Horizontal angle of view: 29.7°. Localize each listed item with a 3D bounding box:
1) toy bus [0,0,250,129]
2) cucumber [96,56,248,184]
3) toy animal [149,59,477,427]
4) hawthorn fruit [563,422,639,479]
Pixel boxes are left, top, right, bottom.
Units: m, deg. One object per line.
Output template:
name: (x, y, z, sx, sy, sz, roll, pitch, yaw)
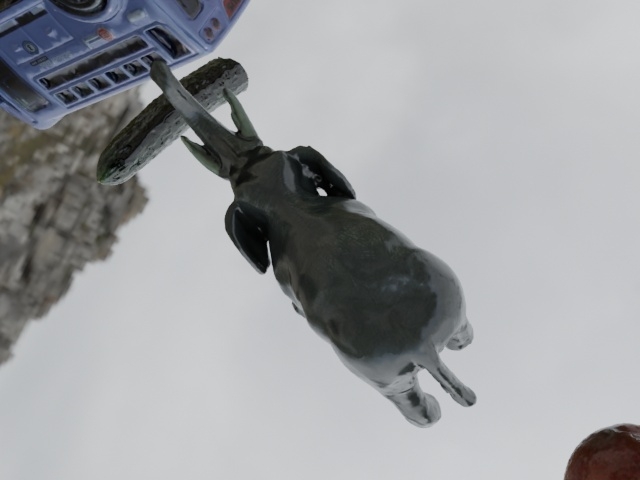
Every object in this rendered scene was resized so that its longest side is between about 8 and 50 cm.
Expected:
toy bus: (-0.185, -0.170, 0.899, 0.292, 0.133, 0.125, -13, -141, 44)
cucumber: (-0.166, -0.130, 1.312, 0.215, 0.052, 0.058, -43, 146, -29)
toy animal: (0.001, 0.002, 0.734, 0.082, 0.269, 0.137, -42, 156, -3)
hawthorn fruit: (0.350, 0.297, 1.364, 0.173, 0.174, 0.179, -120, -142, -68)
